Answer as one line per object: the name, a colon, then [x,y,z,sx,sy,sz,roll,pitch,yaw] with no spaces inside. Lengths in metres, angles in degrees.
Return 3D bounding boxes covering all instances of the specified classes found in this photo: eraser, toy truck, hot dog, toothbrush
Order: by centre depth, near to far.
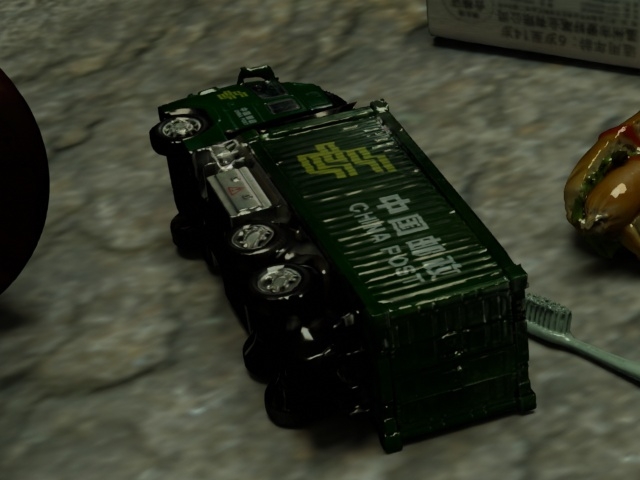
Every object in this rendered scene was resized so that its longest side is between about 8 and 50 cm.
toothbrush: [0.174,0.068,0.871,0.016,0.019,0.219,-14,29,-42]
toy truck: [0.000,0.000,0.949,0.121,0.088,0.259,-15,33,-14]
hot dog: [0.227,-0.059,1.021,0.250,0.076,0.104,-26,37,-33]
eraser: [0.186,-0.167,1.215,0.210,0.068,0.124,12,34,26]

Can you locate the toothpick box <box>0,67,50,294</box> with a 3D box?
toothpick box: [-0.230,0.017,0.867,0.192,0.192,0.294,-4,36,2]
